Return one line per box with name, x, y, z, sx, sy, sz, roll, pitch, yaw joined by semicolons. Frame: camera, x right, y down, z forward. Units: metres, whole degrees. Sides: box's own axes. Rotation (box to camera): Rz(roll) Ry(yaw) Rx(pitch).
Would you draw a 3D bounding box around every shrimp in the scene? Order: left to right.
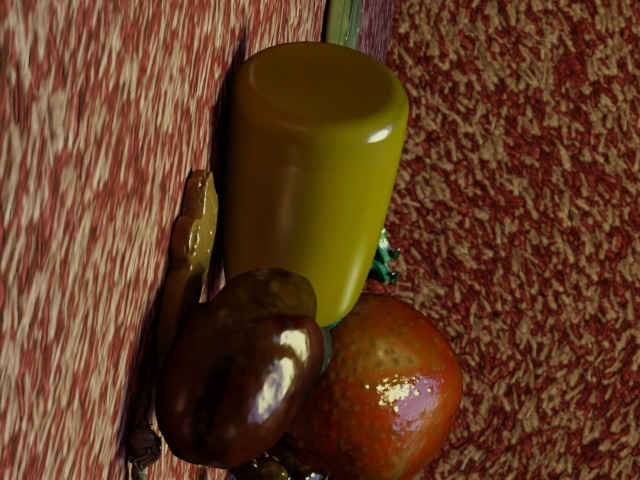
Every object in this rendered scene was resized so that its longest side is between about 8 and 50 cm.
shrimp;-0.150;0.178;1.570;0.092;0.029;0.038;102;-7;-50

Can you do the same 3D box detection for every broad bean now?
broad bean;-0.064;0.110;1.611;0.228;0.122;0.156;-46;150;-60

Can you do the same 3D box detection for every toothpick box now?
toothpick box;-0.015;-0.045;1.845;0.175;0.175;0.271;-74;174;-54

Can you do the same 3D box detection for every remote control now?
remote control;0.034;-0.311;2.634;0.233;0.038;0.098;-11;111;-85

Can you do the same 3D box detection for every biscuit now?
biscuit;-0.117;0.029;1.652;0.133;0.027;0.184;94;7;-60

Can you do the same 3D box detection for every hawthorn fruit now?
hawthorn fruit;0.048;0.190;2.321;0.299;0.275;0.275;-16;121;-45

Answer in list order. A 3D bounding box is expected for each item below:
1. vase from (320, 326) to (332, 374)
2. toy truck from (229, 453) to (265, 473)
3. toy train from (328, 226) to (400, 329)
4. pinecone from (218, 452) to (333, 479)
vase;-0.063;0.151;2.069;0.120;0.120;0.183;71;44;-79
toy truck;-0.090;0.269;2.286;0.083;0.044;0.039;77;20;-77
toy train;0.000;0.000;2.128;0.112;0.163;0.203;-38;166;-11
pinecone;-0.049;0.359;1.999;0.224;0.224;0.272;90;-14;-61
